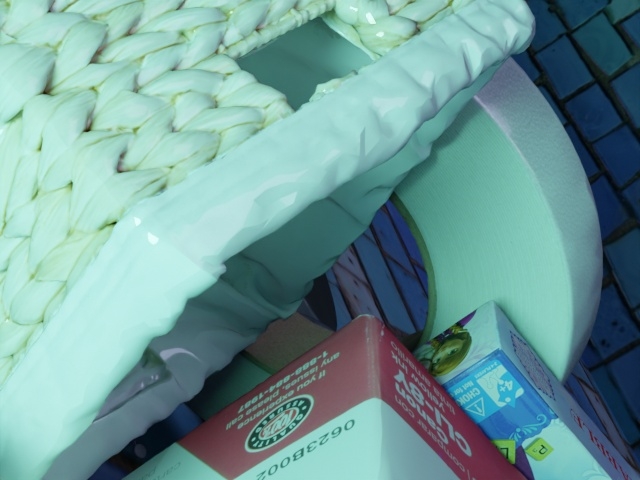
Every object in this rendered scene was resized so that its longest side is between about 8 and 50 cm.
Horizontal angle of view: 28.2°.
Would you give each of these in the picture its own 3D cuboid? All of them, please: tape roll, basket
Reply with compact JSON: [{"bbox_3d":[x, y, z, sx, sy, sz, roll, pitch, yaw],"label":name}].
[{"bbox_3d":[0.000,0.000,0.888,0.392,0.392,0.072,52,42,-6],"label":"tape roll"},{"bbox_3d":[-0.126,-0.050,0.679,0.266,0.331,0.328,45,42,6],"label":"basket"}]

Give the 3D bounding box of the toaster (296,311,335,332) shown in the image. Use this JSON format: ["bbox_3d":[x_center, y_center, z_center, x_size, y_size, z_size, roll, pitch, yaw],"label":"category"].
[{"bbox_3d":[0.005,0.177,1.124,0.227,0.129,0.146,40,25,-44],"label":"toaster"}]

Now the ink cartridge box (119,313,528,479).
[{"bbox_3d":[-0.033,0.244,0.585,0.160,0.279,0.384,50,16,-19],"label":"ink cartridge box"}]

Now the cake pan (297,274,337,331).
[{"bbox_3d":[-0.058,-0.010,1.333,0.293,0.054,0.293,-24,90,-83],"label":"cake pan"}]

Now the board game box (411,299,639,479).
[{"bbox_3d":[0.079,0.246,0.837,0.318,0.319,0.066,48,18,-18],"label":"board game box"}]

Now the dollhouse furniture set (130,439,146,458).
[{"bbox_3d":[-0.171,0.136,0.917,0.114,0.091,0.081,-39,136,-53],"label":"dollhouse furniture set"}]
